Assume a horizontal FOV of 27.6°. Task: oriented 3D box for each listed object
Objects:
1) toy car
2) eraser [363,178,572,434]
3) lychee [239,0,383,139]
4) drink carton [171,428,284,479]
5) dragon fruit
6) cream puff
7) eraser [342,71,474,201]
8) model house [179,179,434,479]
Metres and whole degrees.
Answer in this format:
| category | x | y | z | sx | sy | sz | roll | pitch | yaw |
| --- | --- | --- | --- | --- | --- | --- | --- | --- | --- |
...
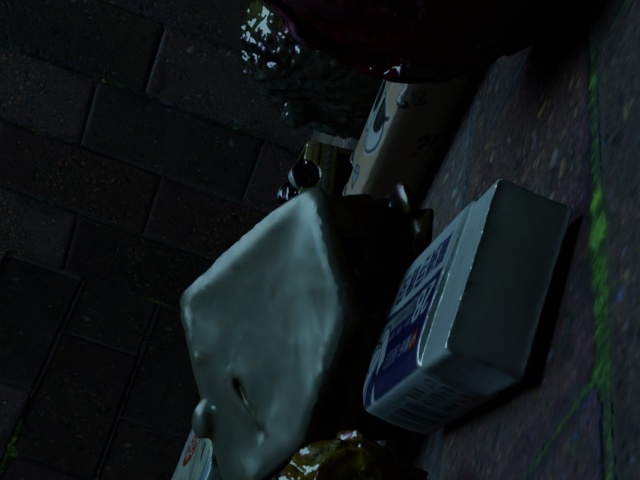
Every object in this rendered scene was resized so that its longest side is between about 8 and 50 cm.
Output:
| category | x | y | z | sx | sy | sz | roll | pitch | yaw |
| --- | --- | --- | --- | --- | --- | --- | --- | --- | --- |
| toy car | 0.000 | 0.000 | 1.749 | 0.101 | 0.124 | 0.256 | 122 | 157 | -67 |
| eraser | 0.093 | 0.052 | 0.875 | 0.210 | 0.068 | 0.124 | 124 | 168 | -70 |
| lychee | 0.029 | -0.255 | 1.646 | 0.255 | 0.255 | 0.274 | 131 | 163 | -76 |
| drink carton | -0.110 | 0.316 | 1.640 | 0.324 | 0.132 | 0.194 | -102 | 33 | -77 |
| dragon fruit | 0.073 | -0.275 | 1.024 | 0.329 | 0.329 | 0.329 | -160 | 90 | -85 |
| cream puff | 0.031 | 0.178 | 0.842 | 0.116 | 0.122 | 0.094 | 2 | -64 | -63 |
| eraser | 0.110 | -0.170 | 1.404 | 0.171 | 0.087 | 0.290 | -79 | 10 | -52 |
| model house | 0.018 | 0.073 | 1.092 | 0.220 | 0.199 | 0.229 | -28 | -11 | 37 |
